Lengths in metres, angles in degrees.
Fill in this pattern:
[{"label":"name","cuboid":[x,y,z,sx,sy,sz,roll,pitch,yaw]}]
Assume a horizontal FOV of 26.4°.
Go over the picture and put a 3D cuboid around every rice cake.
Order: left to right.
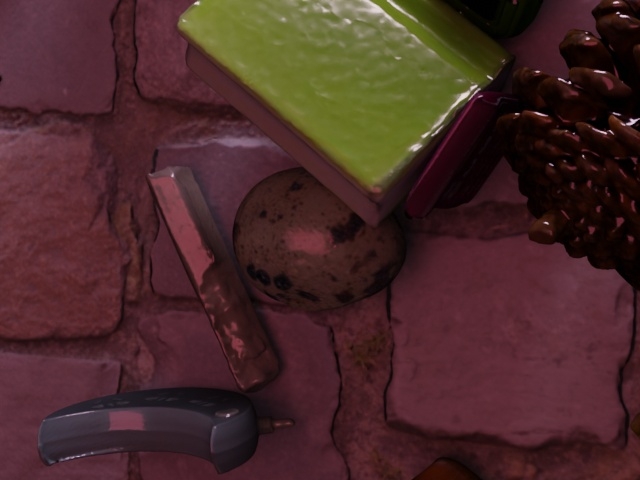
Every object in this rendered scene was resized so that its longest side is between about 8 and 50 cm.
[{"label":"rice cake","cuboid":[-0.115,0.040,1.447,0.052,0.057,0.256,-29,81,25]}]

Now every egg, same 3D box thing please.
[{"label":"egg","cuboid":[0.000,0.000,1.347,0.181,0.141,0.141,10,98,25]}]

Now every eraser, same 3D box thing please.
[{"label":"eraser","cuboid":[0.025,-0.173,1.305,0.274,0.092,0.210,39,74,20]}]

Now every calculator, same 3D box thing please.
[{"label":"calculator","cuboid":[0.135,-0.082,1.251,0.034,0.190,0.127,36,107,15]}]

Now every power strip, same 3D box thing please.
[{"label":"power strip","cuboid":[-0.153,0.194,1.415,0.253,0.167,0.054,-3,99,21]}]

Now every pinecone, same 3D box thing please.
[{"label":"pinecone","cuboid":[0.281,-0.096,1.160,0.244,0.244,0.309,35,76,19]}]

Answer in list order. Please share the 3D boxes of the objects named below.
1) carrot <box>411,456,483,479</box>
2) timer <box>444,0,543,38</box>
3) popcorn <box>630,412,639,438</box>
[{"label":"carrot","cuboid":[0.162,0.300,1.327,0.087,0.087,0.193,-45,77,20]},{"label":"timer","cuboid":[0.145,-0.253,1.275,0.140,0.128,0.047,38,67,10]},{"label":"popcorn","cuboid":[0.399,0.126,1.154,0.255,0.195,0.256,-44,76,11]}]
